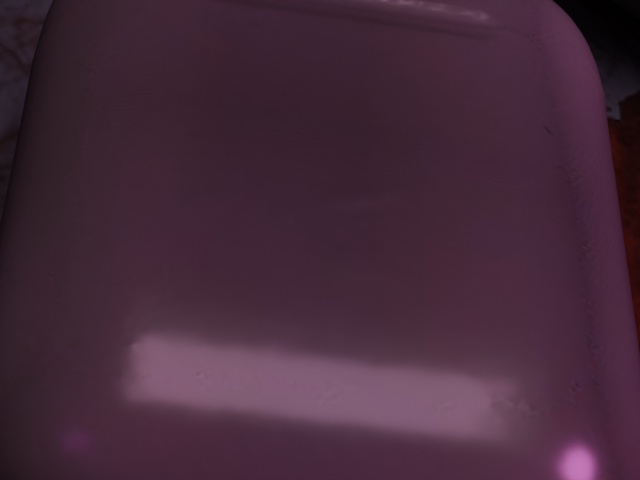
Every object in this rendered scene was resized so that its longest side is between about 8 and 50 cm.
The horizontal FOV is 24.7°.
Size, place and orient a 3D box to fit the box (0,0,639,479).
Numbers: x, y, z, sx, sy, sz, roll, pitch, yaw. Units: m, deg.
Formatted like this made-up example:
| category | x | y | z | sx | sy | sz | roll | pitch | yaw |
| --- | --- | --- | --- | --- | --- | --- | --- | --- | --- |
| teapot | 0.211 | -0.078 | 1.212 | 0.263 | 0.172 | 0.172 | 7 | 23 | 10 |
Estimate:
| category | x | y | z | sx | sy | sz | roll | pitch | yaw |
| --- | --- | --- | --- | --- | --- | --- | --- | --- | --- |
| box | 0.000 | 0.001 | 0.676 | 0.288 | 0.141 | 0.349 | 6 | 51 | -6 |

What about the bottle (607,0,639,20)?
| category | x | y | z | sx | sy | sz | roll | pitch | yaw |
| --- | --- | --- | --- | --- | --- | --- | --- | --- | --- |
| bottle | 0.181 | -0.238 | 0.902 | 0.347 | 0.168 | 0.168 | 33 | 52 | 21 |
